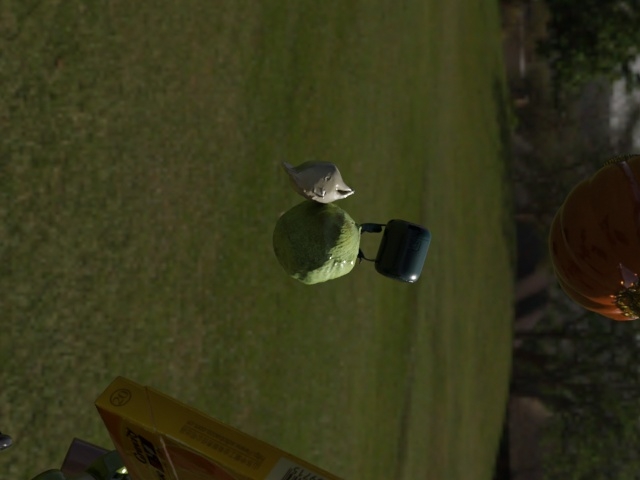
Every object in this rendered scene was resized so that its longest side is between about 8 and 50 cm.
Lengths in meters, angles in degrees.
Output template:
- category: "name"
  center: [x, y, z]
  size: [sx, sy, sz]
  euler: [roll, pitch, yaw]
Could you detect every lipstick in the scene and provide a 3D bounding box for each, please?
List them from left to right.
- category: "lipstick"
  center: [-0.264, 0.372, 1.723]
  size: [0.070, 0.254, 0.070]
  euler: [-157, -90, -81]

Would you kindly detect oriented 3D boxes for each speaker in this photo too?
- category: "speaker"
  center: [0.087, 0.009, 1.450]
  size: [0.060, 0.094, 0.075]
  euler: [15, 93, -76]

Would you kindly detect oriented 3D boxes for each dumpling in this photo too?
- category: "dumpling"
  center: [-0.006, -0.063, 1.168]
  size: [0.059, 0.077, 0.043]
  euler: [-136, -136, -59]

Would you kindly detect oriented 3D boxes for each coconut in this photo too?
- category: "coconut"
  center: [0.000, 0.000, 1.190]
  size: [0.088, 0.096, 0.088]
  euler: [53, -23, 35]

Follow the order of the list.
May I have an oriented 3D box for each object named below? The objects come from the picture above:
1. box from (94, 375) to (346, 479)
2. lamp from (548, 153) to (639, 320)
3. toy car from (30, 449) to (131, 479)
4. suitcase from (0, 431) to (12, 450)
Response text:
- category: "box"
  center: [-0.051, 0.209, 0.912]
  size: [0.043, 0.269, 0.152]
  euler: [-49, 145, -33]
- category: "lamp"
  center: [0.371, -0.001, 1.303]
  size: [0.223, 0.223, 0.196]
  euler: [74, 5, -58]
- category: "toy car"
  center: [-0.311, 0.395, 1.446]
  size: [0.145, 0.235, 0.235]
  euler: [49, -6, 21]
- category: "suitcase"
  center: [-0.482, 0.357, 1.216]
  size: [0.188, 0.339, 0.345]
  euler: [4, 80, -45]
